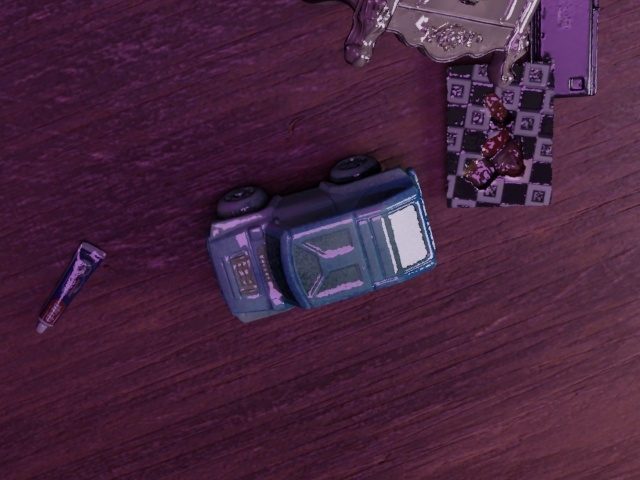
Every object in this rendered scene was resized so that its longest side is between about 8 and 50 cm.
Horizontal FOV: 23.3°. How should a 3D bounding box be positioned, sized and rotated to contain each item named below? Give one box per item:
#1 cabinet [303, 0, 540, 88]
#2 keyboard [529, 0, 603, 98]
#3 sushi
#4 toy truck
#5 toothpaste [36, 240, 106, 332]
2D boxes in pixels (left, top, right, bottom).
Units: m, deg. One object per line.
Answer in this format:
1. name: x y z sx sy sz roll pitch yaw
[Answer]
1. cabinet: 0.124 -0.363 1.719 0.290 0.227 0.318 1 119 -48
2. keyboard: 0.306 -0.288 1.935 0.094 0.025 0.230 -3 111 -3
3. sushi: 0.228 -0.140 1.980 0.139 0.031 0.201 -1 113 0
4. toy truck: 0.000 0.000 1.945 0.279 0.156 0.155 -16 111 -1
5. toothpaste: -0.329 0.064 2.008 0.037 0.021 0.140 31 102 -21
